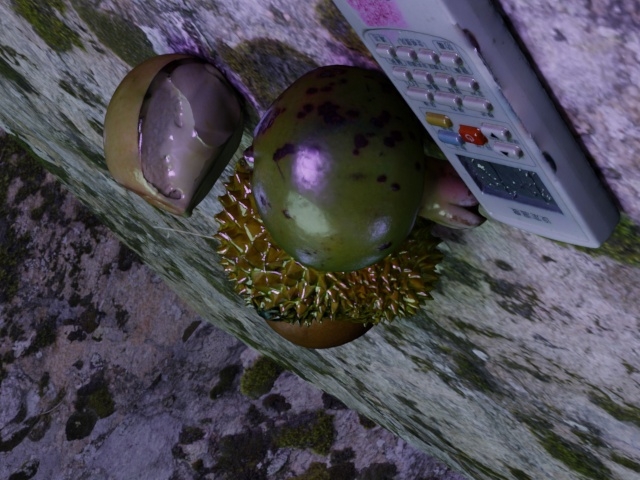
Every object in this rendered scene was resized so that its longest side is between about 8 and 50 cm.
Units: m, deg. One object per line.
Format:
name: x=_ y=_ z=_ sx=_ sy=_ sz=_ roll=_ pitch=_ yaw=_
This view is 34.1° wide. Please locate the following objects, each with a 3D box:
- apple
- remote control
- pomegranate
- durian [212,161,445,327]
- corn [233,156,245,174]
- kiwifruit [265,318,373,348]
apple: x=-0.194 y=-0.138 z=1.361 sx=0.174 sy=0.188 sz=0.207 roll=29 pitch=167 yaw=18
remote control: x=0.125 y=-0.122 z=0.872 sx=0.145 sy=0.050 sz=0.344 roll=21 pitch=158 yaw=52
pomegranate: x=0.046 y=-0.066 z=1.027 sx=0.248 sy=0.202 sz=0.202 roll=9 pitch=169 yaw=-8
durian: x=-0.002 y=0.002 z=1.234 sx=0.291 sy=0.224 sz=0.291 roll=33 pitch=163 yaw=11
corn: x=-0.067 y=-0.062 z=1.537 sx=0.085 sy=0.063 sz=0.165 roll=5 pitch=152 yaw=24
kiwifruit: x=0.004 y=0.061 z=1.487 sx=0.196 sy=0.196 sz=0.234 roll=36 pitch=173 yaw=9
